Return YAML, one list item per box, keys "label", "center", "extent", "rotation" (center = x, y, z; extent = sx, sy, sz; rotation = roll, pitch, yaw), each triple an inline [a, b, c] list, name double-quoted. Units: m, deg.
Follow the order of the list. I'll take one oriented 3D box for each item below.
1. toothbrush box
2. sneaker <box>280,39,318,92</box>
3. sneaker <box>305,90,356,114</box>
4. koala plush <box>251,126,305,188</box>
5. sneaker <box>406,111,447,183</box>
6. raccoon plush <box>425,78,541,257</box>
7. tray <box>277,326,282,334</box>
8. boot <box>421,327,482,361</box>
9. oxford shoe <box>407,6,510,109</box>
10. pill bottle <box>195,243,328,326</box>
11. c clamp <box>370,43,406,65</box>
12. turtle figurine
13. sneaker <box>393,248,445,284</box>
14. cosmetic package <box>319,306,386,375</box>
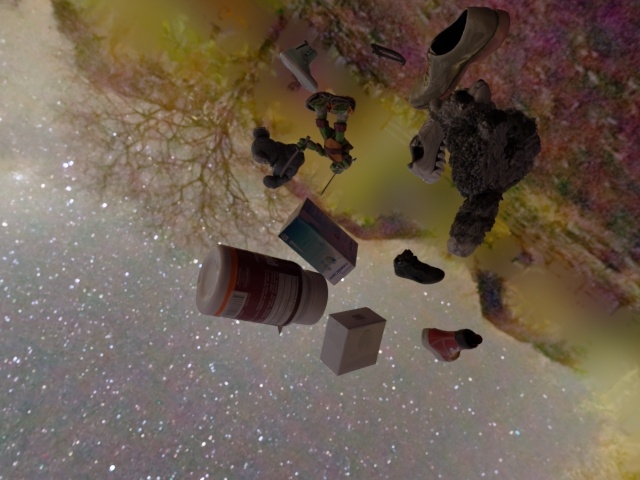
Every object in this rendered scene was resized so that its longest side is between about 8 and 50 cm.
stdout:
- label: "toothbrush box"
  center: [0.000, 0.000, 1.669]
  extent: [0.295, 0.126, 0.216]
  rotation: [43, -157, -10]
- label: "sneaker"
  center: [-0.054, -0.798, 1.938]
  extent: [0.256, 0.151, 0.094]
  rotation: [53, 170, 14]
- label: "sneaker"
  center: [0.043, -0.557, 1.755]
  extent: [0.214, 0.084, 0.083]
  rotation: [-1, -137, -2]
- label: "koala plush"
  center: [-0.199, -0.356, 1.763]
  extent: [0.221, 0.203, 0.196]
  rotation: [31, -130, -48]
- label: "sneaker"
  center: [0.364, -0.342, 1.421]
  extent: [0.118, 0.292, 0.110]
  rotation: [17, 167, -20]
- label: "raccoon plush"
  center: [0.369, -0.216, 1.174]
  extent: [0.216, 0.447, 0.299]
  rotation: [25, -170, -34]
- label: "tray"
  center: [-0.209, 0.305, 2.064]
  extent: [0.030, 0.271, 0.145]
  rotation: [-9, -159, -5]
- label: "boot"
  center: [0.466, 0.351, 1.422]
  extent: [0.244, 0.176, 0.089]
  rotation: [36, -126, -45]
- label: "oxford shoe"
  center: [0.358, -0.535, 1.261]
  extent: [0.146, 0.397, 0.141]
  rotation: [5, -113, -22]
- label: "pill bottle"
  center: [-0.184, 0.159, 1.401]
  extent: [0.392, 0.224, 0.224]
  rotation: [16, -157, -31]
- label: "c clamp"
  center: [0.233, -0.632, 1.463]
  extent: [0.160, 0.022, 0.137]
  rotation: [1, -136, -30]
- label: "turtle figurine"
  center: [0.012, -0.311, 1.415]
  extent: [0.274, 0.266, 0.198]
  rotation: [-16, -141, -16]
- label: "sneaker"
  center: [0.409, 0.111, 1.812]
  extent: [0.227, 0.087, 0.130]
  rotation: [14, 144, 35]
- label: "cosmetic package"
  center: [0.138, 0.424, 1.821]
  extent: [0.224, 0.225, 0.138]
  rotation: [-3, -159, -38]
